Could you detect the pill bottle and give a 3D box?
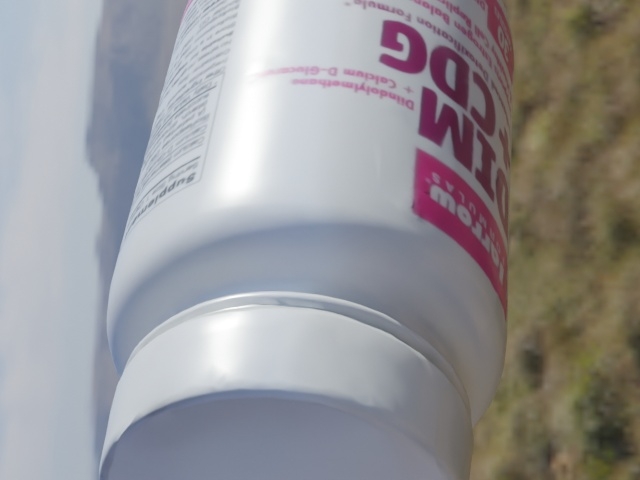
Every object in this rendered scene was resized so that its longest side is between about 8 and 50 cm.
[{"bbox_3d":[0.000,0.000,0.681,0.283,0.160,0.160,-82,1,-45],"label":"pill bottle"}]
